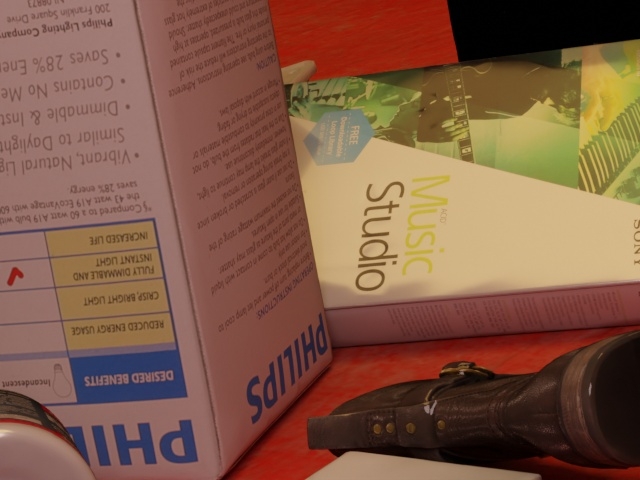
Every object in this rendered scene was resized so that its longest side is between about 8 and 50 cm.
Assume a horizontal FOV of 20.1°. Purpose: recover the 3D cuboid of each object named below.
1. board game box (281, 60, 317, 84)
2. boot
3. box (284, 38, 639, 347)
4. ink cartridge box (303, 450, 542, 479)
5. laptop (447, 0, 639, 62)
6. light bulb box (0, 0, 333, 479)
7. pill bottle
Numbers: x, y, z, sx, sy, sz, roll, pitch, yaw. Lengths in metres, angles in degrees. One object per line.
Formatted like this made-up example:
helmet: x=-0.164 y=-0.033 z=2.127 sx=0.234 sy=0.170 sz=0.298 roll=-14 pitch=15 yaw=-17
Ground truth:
board game box: x=-0.222 y=-0.030 z=1.617 sx=0.390 sy=0.050 sz=0.390 roll=-16 pitch=17 yaw=24
boot: x=0.153 y=0.090 z=1.012 sx=0.263 sy=0.091 sz=0.229 roll=3 pitch=-11 yaw=-35
box: x=0.106 y=-0.035 z=1.354 sx=0.322 sy=0.058 sz=0.232 roll=-5 pitch=52 yaw=16
ink cartridge box: x=-0.056 y=0.179 z=0.886 sx=0.239 sy=0.060 sz=0.275 roll=3 pitch=19 yaw=37
laptop: x=0.324 y=-0.215 z=1.504 sx=0.382 sy=0.408 sz=0.236 roll=3 pitch=40 yaw=23
light bulb box: x=-0.213 y=-0.039 z=1.222 sx=0.358 sy=0.361 sz=0.225 roll=-4 pitch=14 yaw=21
pill bottle: x=-0.184 y=0.140 z=1.011 sx=0.108 sy=0.108 sz=0.180 roll=-14 pitch=9 yaw=-13
